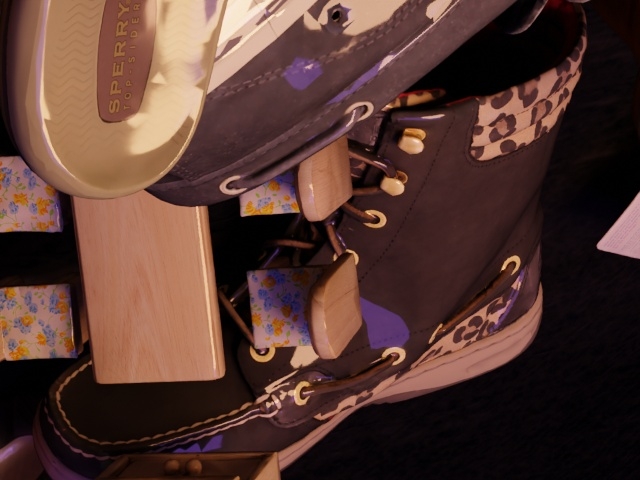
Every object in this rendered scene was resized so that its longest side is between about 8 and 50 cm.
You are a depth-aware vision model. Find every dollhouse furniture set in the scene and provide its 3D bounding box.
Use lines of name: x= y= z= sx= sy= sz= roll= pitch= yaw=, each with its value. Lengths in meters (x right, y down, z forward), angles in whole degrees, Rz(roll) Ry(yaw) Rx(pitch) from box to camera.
dollhouse furniture set: x=-0.096 y=0.064 z=0.929 sx=0.212 sy=0.161 sz=0.242 roll=-3 pitch=101 yaw=14

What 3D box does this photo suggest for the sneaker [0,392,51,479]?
sneaker: x=-0.290 y=0.312 z=1.196 sx=0.447 sy=0.169 sz=0.257 roll=-33 pitch=139 yaw=-2

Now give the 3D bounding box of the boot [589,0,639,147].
boot: x=0.227 y=-0.187 z=0.921 sx=0.096 sy=0.280 sz=0.264 roll=11 pitch=122 yaw=-7

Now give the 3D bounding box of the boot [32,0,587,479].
boot: x=0.000 y=0.000 z=1.078 sx=0.377 sy=0.138 sz=0.284 roll=-16 pitch=140 yaw=-24

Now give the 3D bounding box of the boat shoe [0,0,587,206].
boat shoe: x=0.067 y=-0.196 z=0.859 sx=0.500 sy=0.187 sz=0.156 roll=-39 pitch=143 yaw=-5

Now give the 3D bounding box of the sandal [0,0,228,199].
sandal: x=-0.058 y=-0.147 z=0.656 sx=0.120 sy=0.086 sz=0.302 roll=-14 pitch=124 yaw=-29

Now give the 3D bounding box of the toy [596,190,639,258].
toy: x=0.295 y=-0.044 z=1.288 sx=0.237 sy=0.056 sz=0.137 roll=13 pitch=120 yaw=-47
